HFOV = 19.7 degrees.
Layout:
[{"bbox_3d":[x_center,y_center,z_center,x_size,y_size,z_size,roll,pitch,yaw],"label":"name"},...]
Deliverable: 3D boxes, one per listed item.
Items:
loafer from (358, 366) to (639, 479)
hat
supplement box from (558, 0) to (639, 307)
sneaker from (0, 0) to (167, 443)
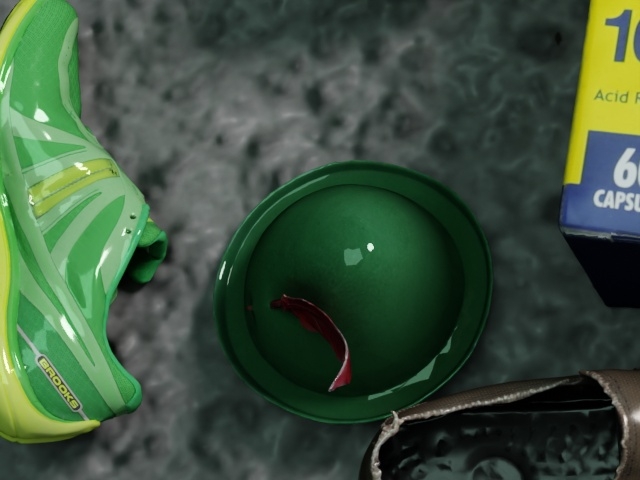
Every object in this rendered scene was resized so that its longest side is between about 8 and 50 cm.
[{"bbox_3d":[0.189,0.130,1.011,0.366,0.130,0.133,-11,74,13],"label":"loafer"},{"bbox_3d":[0.000,0.000,1.051,0.208,0.183,0.173,27,78,29],"label":"hat"},{"bbox_3d":[0.263,-0.142,1.022,0.194,0.195,0.356,6,78,17],"label":"supplement box"},{"bbox_3d":[-0.161,-0.016,1.176,0.124,0.109,0.295,-2,73,-8],"label":"sneaker"}]
